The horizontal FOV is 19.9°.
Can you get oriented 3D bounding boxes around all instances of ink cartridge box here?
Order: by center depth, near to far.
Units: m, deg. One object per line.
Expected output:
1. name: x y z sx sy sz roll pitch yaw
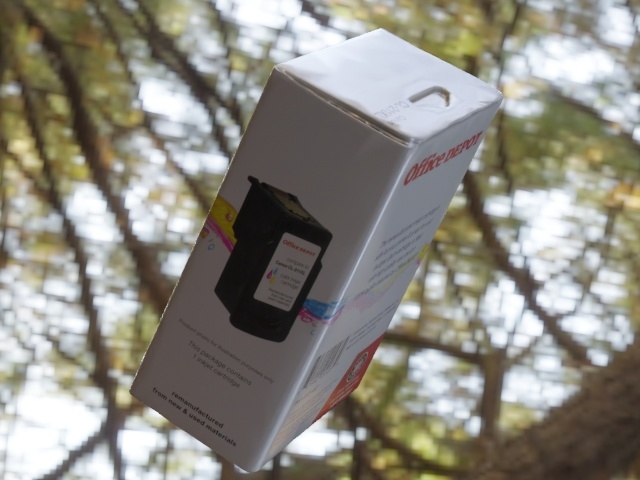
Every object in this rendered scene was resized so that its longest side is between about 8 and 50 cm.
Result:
1. ink cartridge box: 0.000 0.000 0.832 0.072 0.127 0.175 31 -66 14
